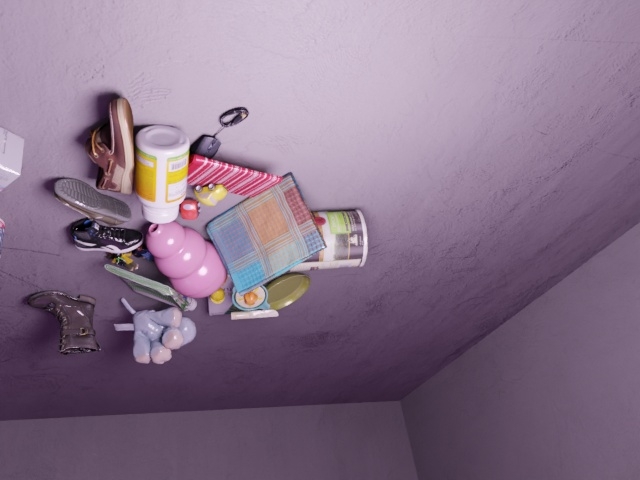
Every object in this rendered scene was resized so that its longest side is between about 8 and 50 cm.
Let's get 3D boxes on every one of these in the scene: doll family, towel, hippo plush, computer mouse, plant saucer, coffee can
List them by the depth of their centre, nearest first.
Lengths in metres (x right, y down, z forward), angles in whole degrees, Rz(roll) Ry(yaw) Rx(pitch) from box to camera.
[{"bbox_3d":[-0.280,-0.280,1.595,0.071,0.041,0.242,21,136,-39],"label":"computer mouse"},{"bbox_3d":[-0.275,-0.186,1.698,0.274,0.031,0.199,10,164,-31],"label":"towel"},{"bbox_3d":[-0.181,-0.014,1.858,0.370,0.271,0.040,-29,174,27],"label":"towel"},{"bbox_3d":[0.000,0.000,1.975,0.275,0.202,0.201,-4,148,-12],"label":"coffee can"},{"bbox_3d":[-0.641,0.048,1.986,0.193,0.076,0.111,-22,143,9],"label":"doll family"},{"bbox_3d":[-0.603,0.174,2.072,0.247,0.038,0.325,20,165,5],"label":"towel"},{"bbox_3d":[-0.630,0.378,2.315,0.294,0.234,0.236,6,167,18],"label":"hippo plush"},{"bbox_3d":[-0.152,0.203,2.352,0.241,0.037,0.241,-26,153,-14],"label":"plant saucer"}]

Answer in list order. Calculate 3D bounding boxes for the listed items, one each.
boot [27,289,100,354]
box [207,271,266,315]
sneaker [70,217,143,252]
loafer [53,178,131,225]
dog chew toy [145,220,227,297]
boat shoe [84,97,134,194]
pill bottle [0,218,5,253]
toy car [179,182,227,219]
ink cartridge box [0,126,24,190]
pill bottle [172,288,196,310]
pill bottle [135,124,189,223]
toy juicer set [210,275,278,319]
[{"bbox_3d":[-0.945,0.309,2.153,0.263,0.229,0.091,8,144,-28],"label":"boot"},{"bbox_3d":[-0.334,0.197,2.323,0.232,0.058,0.322,-4,148,-11],"label":"box"},{"bbox_3d":[-0.680,-0.020,1.850,0.216,0.079,0.121,-4,149,-8],"label":"sneaker"},{"bbox_3d":[-0.677,-0.097,1.714,0.087,0.094,0.251,-31,143,22],"label":"loafer"},{"bbox_3d":[-0.453,0.051,1.936,0.206,0.207,0.332,-20,139,14],"label":"dog chew toy"},{"bbox_3d":[-0.549,-0.235,1.516,0.123,0.123,0.342,-1,153,-18],"label":"boat shoe"},{"bbox_3d":[-0.999,0.019,1.720,0.108,0.180,0.108,-8,149,-5],"label":"pill bottle"},{"bbox_3d":[-0.422,-0.126,1.743,0.225,0.053,0.239,16,153,-35],"label":"toy car"},{"bbox_3d":[-0.841,-0.187,1.488,0.175,0.127,0.072,-27,146,25],"label":"ink cartridge box"},{"bbox_3d":[-0.550,0.238,2.315,0.067,0.067,0.120,-25,145,22],"label":"pill bottle"},{"bbox_3d":[-0.429,-0.172,1.574,0.136,0.136,0.246,1,130,-18],"label":"pill bottle"},{"bbox_3d":[-0.299,0.218,2.186,0.209,0.089,0.329,-20,126,-1],"label":"toy juicer set"}]
